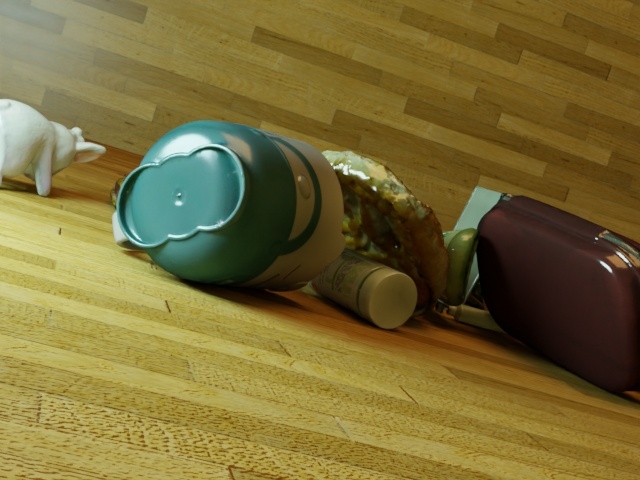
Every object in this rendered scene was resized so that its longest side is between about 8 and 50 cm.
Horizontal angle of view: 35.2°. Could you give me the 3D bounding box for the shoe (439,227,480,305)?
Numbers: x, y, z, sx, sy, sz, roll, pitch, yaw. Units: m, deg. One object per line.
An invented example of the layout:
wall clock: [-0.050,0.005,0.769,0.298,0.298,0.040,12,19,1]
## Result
shoe: [0.201,0.051,1.732,0.128,0.140,0.262,1,-3,1]

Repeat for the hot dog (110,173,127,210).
hot dog: [-0.333,-0.074,1.816,0.088,0.061,0.286,28,2,-21]

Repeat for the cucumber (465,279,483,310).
cucumber: [0.309,0.104,2.115,0.069,0.069,0.227,14,2,-38]

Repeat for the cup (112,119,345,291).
cup: [-0.140,-0.038,1.359,0.290,0.219,0.258,-14,-11,28]

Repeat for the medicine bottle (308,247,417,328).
medicine bottle: [0.057,0.065,1.500,0.086,0.086,0.183,15,6,-34]

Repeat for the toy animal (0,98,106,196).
toy animal: [-0.482,-0.147,1.701,0.140,0.138,0.282,28,1,24]

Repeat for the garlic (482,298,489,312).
garlic: [0.421,0.077,1.877,0.199,0.226,0.199,22,8,-3]

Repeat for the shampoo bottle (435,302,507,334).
shampoo bottle: [0.270,0.135,1.792,0.141,0.034,0.049,15,9,-10]

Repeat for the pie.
pie: [0.079,-0.018,1.581,0.315,0.092,0.315,34,-29,22]

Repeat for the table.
table: [0.317,0.029,1.981,0.111,0.240,0.121,28,2,-19]

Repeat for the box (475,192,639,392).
box: [0.395,0.080,1.607,0.108,0.263,0.404,-18,25,-21]
